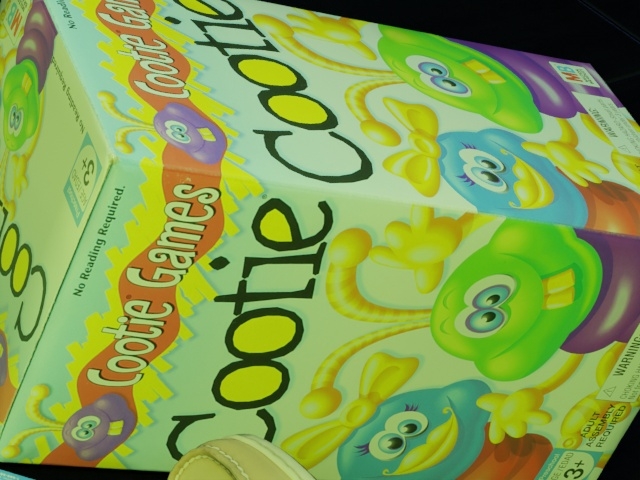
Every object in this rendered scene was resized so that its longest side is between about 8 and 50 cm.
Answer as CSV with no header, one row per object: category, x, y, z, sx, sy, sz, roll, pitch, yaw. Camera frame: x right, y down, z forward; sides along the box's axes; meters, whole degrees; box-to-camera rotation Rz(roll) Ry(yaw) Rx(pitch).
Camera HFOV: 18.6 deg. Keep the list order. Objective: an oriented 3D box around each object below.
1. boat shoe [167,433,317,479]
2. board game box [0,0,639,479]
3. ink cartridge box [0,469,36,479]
boat shoe,-0.018,0.125,0.608,0.059,0.063,0.170,9,34,-36
board game box,0.000,0.000,0.794,0.275,0.142,0.144,7,34,-30
ink cartridge box,-0.102,0.116,0.647,0.048,0.028,0.083,19,30,-12
